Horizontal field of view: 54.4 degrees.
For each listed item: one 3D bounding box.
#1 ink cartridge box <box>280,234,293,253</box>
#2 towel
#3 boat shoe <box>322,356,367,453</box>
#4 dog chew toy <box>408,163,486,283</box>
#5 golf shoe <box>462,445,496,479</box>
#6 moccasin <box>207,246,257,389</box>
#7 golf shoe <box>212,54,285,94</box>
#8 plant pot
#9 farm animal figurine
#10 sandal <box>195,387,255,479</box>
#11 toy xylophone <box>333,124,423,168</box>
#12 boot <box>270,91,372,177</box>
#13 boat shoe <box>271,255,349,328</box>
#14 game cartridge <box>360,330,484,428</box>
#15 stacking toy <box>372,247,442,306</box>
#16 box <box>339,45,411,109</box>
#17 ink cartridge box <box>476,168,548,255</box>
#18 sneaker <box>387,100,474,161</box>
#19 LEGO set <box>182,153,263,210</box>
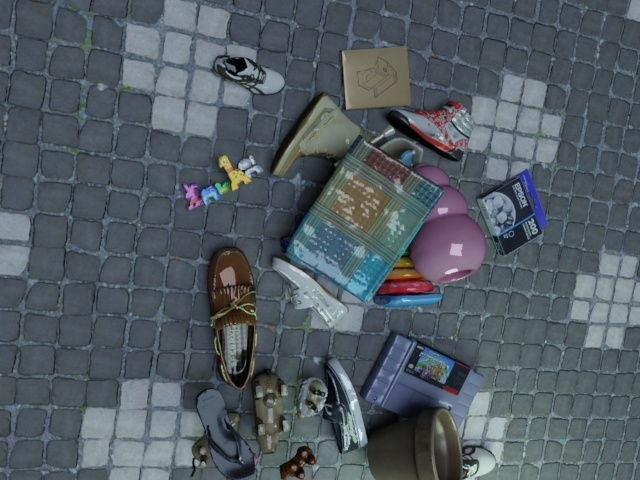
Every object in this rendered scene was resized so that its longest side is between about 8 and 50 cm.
[{"bbox_3d":[0.000,0.000,1.727,0.207,0.097,0.046,-11,101,-16],"label":"ink cartridge box"},{"bbox_3d":[0.108,-0.045,1.603,0.271,0.040,0.370,31,106,-6],"label":"towel"},{"bbox_3d":[0.051,0.488,1.817,0.102,0.108,0.301,-21,111,-16],"label":"boat shoe"},{"bbox_3d":[0.319,-0.056,1.691,0.206,0.207,0.332,-8,69,-17],"label":"dog chew toy"},{"bbox_3d":[0.452,0.723,1.972,0.272,0.120,0.105,4,95,-20],"label":"golf shoe"},{"bbox_3d":[-0.233,0.207,1.653,0.139,0.147,0.380,1,97,-18],"label":"moccasin"},{"bbox_3d":[-0.178,-0.426,1.609,0.198,0.094,0.077,9,94,-21],"label":"golf shoe"},{"bbox_3d":[0.267,0.626,1.820,0.229,0.263,0.263,-11,105,26],"label":"plant pot"},{"bbox_3d":[-0.170,0.511,1.721,0.330,0.172,0.327,16,81,-12],"label":"farm animal figurine"},{"bbox_3d":[-0.249,0.502,1.583,0.097,0.054,0.255,-28,91,-15],"label":"sandal"},{"bbox_3d":[0.135,-0.179,1.697,0.322,0.236,0.081,-38,70,-4],"label":"toy xylophone"},{"bbox_3d":[0.004,-0.241,1.698,0.203,0.095,0.262,36,82,-21],"label":"boot"},{"bbox_3d":[-0.042,0.151,1.735,0.277,0.098,0.096,40,84,-20],"label":"boat shoe"},{"bbox_3d":[0.321,0.446,1.921,0.355,0.068,0.230,27,93,-20],"label":"game cartridge"},{"bbox_3d":[0.239,0.038,1.797,0.165,0.175,0.302,-1,87,-21],"label":"stacking toy"},{"bbox_3d":[0.155,-0.457,1.752,0.201,0.021,0.165,-8,100,-16],"label":"box"},{"bbox_3d":[0.612,-0.088,1.945,0.208,0.045,0.206,-30,106,-13],"label":"ink cartridge box"},{"bbox_3d":[0.324,-0.349,1.789,0.270,0.090,0.145,26,88,-23],"label":"sneaker"},{"bbox_3d":[-0.261,-0.169,1.622,0.227,0.087,0.093,-30,106,-13],"label":"LEGO set"}]
